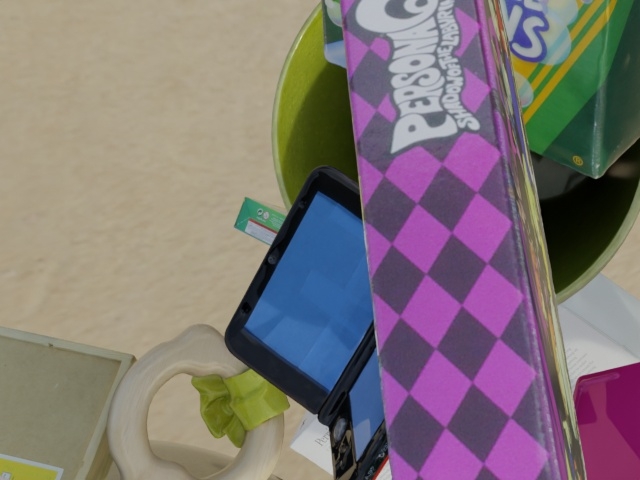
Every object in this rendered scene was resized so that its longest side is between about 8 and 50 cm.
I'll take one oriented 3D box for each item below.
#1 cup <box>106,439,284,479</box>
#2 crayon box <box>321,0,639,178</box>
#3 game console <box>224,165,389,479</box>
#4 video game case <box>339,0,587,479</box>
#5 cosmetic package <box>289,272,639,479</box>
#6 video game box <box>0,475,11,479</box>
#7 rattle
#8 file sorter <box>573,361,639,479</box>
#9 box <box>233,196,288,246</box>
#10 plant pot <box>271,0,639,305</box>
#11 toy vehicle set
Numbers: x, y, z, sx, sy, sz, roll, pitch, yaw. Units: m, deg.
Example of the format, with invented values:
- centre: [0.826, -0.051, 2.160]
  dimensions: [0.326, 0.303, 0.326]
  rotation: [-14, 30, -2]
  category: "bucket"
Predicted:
- centre: [-0.084, 0.320, 1.240]
  dimensions: [0.237, 0.331, 0.331]
  rotation: [-15, 87, 41]
  category: "cup"
- centre: [0.094, -0.211, 0.802]
  dimensions: [0.203, 0.083, 0.323]
  rotation: [27, 140, 30]
  category: "crayon box"
- centre: [0.009, 0.054, 0.831]
  dimensions: [0.085, 0.124, 0.144]
  rotation: [20, 119, -15]
  category: "game console"
- centre: [0.047, 0.005, 0.443]
  dimensions: [0.042, 0.210, 0.232]
  rotation: [-11, 60, 10]
  category: "video game case"
- centre: [0.182, 0.171, 1.560]
  dimensions: [0.284, 0.097, 0.377]
  rotation: [34, 129, -7]
  category: "cosmetic package"
- centre: [-0.249, 0.160, 0.668]
  dimensions: [0.205, 0.048, 0.187]
  rotation: [20, 113, 8]
  category: "video game box"
- centre: [-0.122, 0.158, 1.063]
  dimensions: [0.130, 0.143, 0.199]
  rotation: [39, 76, -27]
  category: "rattle"
- centre: [0.266, 0.238, 0.953]
  dimensions: [0.182, 0.202, 0.290]
  rotation: [31, 61, -22]
  category: "file sorter"
- centre: [0.000, 0.000, 1.655]
  dimensions: [0.105, 0.179, 0.043]
  rotation: [26, 99, 40]
  category: "box"
- centre: [0.141, -0.083, 1.165]
  dimensions: [0.275, 0.293, 0.274]
  rotation: [2, 95, 19]
  category: "plant pot"
- centre: [-0.248, 0.188, 1.048]
  dimensions: [0.166, 0.035, 0.266]
  rotation: [11, 62, 16]
  category: "toy vehicle set"
